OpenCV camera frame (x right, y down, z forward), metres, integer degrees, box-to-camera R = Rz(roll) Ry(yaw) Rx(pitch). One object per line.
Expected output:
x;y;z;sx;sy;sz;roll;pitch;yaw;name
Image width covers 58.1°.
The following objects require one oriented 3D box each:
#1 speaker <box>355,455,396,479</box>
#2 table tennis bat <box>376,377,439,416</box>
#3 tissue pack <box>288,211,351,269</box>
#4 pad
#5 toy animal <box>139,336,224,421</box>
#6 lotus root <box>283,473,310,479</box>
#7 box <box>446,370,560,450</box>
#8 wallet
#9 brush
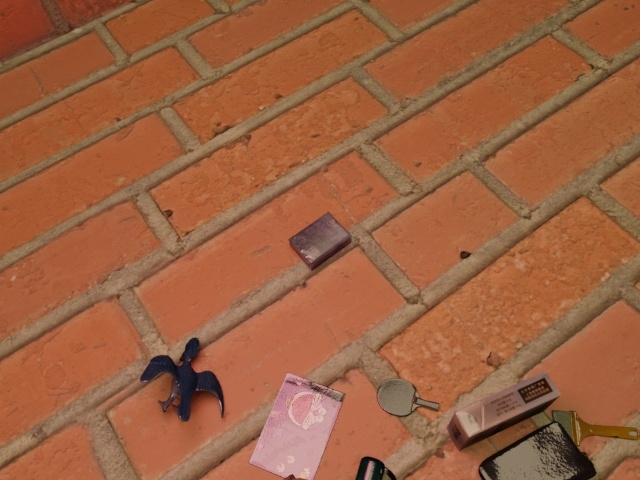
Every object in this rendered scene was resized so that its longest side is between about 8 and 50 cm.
0.132;0.554;1.348;0.094;0.060;0.075;14;62;12;speaker
0.221;0.402;1.460;0.157;0.014;0.095;12;59;13;table tennis bat
0.000;0.000;1.698;0.156;0.051;0.112;-35;65;-16;tissue pack
-0.054;0.469;1.446;0.170;0.006;0.246;18;61;14;pad
-0.345;0.352;1.452;0.176;0.239;0.255;-64;27;0;toy animal
-0.010;0.655;1.256;0.146;0.131;0.303;-25;61;-9;lotus root
0.427;0.405;1.363;0.242;0.155;0.067;-20;58;-10;box
0.502;0.533;1.342;0.250;0.044;0.149;-27;61;-8;wallet
0.669;0.460;1.395;0.205;0.011;0.083;4;60;6;brush
